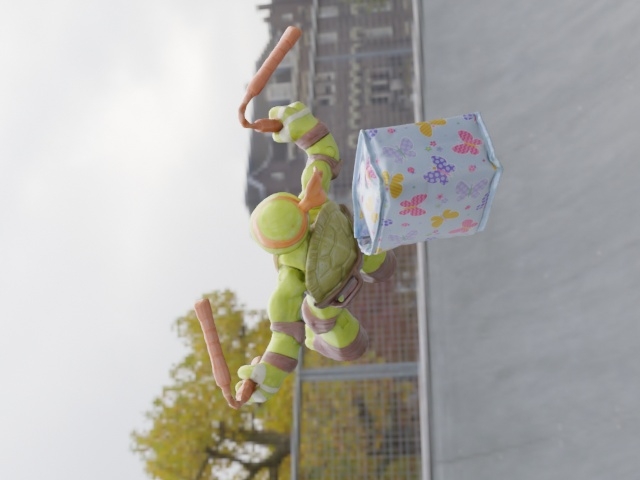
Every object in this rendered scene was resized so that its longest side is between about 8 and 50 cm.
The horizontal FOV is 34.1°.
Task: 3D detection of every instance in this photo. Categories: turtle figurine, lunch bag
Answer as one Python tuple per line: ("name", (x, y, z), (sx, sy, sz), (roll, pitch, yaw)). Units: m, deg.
("turtle figurine", (0.000, 0.000, 0.761), (0.217, 0.087, 0.270), (45, -132, -65))
("lunch bag", (0.055, -0.027, 0.578), (0.083, 0.071, 0.053), (92, 165, -55))
